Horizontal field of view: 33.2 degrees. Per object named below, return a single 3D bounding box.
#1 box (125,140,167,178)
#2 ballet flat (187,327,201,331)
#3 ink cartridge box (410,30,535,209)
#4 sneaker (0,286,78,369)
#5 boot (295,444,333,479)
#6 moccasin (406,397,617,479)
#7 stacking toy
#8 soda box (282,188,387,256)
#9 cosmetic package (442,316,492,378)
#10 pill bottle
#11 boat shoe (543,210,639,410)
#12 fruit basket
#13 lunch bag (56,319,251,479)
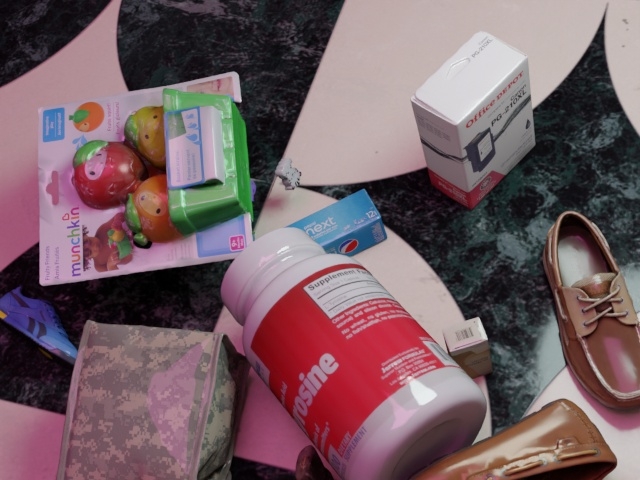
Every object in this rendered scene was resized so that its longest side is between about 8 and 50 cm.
[{"bbox_3d":[-0.344,-0.123,1.919,0.257,0.122,0.128,36,73,30],"label":"box"},{"bbox_3d":[-0.236,0.185,1.744,0.041,0.041,0.114,34,72,30],"label":"ballet flat"},{"bbox_3d":[0.252,-0.192,1.736,0.172,0.237,0.100,-45,58,-14],"label":"ink cartridge box"},{"bbox_3d":[-0.467,0.142,1.816,0.209,0.069,0.082,29,66,29],"label":"sneaker"},{"bbox_3d":[-0.017,0.359,1.529,0.037,0.114,0.106,5,60,18],"label":"boot"},{"bbox_3d":[0.225,0.364,1.460,0.380,0.139,0.147,-23,46,-12],"label":"moccasin"},{"bbox_3d":[-0.144,-0.049,1.826,0.167,0.052,0.221,-1,50,37],"label":"stacking toy"},{"bbox_3d":[0.000,0.000,1.783,0.210,0.067,0.071,-26,55,-3],"label":"soda box"},{"bbox_3d":[0.219,0.164,1.591,0.060,0.115,0.041,-19,56,3],"label":"cosmetic package"},{"bbox_3d":[0.032,0.169,1.569,0.229,0.229,0.407,-37,56,-10],"label":"pill bottle"},{"bbox_3d":[0.402,0.097,1.584,0.123,0.116,0.324,-19,55,3],"label":"boat shoe"},{"bbox_3d":[-0.292,-0.107,1.730,0.353,0.165,0.327,-6,70,2],"label":"fruit basket"},{"bbox_3d":[-0.251,0.282,1.603,0.235,0.169,0.287,3,67,16],"label":"lunch bag"}]
